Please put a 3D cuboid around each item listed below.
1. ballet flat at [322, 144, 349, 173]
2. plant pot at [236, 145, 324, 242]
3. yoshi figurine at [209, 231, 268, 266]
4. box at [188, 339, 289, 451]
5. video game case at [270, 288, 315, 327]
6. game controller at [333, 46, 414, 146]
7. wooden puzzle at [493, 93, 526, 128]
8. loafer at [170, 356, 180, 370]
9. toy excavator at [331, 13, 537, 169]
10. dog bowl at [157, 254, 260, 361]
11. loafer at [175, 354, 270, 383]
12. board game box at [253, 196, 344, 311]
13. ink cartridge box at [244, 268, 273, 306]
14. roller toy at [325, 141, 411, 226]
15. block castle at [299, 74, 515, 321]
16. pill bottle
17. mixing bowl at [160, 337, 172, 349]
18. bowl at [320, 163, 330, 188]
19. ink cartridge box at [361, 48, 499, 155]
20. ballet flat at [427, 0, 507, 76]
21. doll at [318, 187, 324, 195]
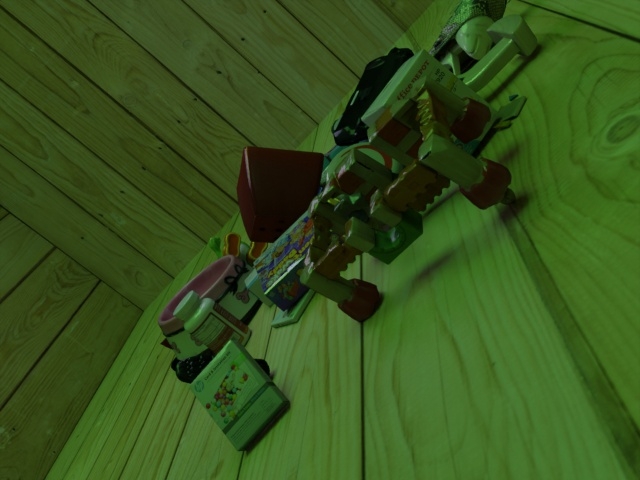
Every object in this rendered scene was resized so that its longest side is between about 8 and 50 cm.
[{"bbox_3d":[0.042,-0.333,2.571,0.221,0.077,0.079,-39,-1,19],"label":"ballet flat"},{"bbox_3d":[-0.137,-0.132,2.106,0.267,0.268,0.235,113,157,-58],"label":"plant pot"},{"bbox_3d":[-0.317,0.047,2.429,0.203,0.203,0.362,-34,-5,-25],"label":"yoshi figurine"},{"bbox_3d":[-0.176,0.328,1.343,0.145,0.186,0.038,-48,-28,5],"label":"box"},{"bbox_3d":[-0.063,0.163,1.709,0.143,0.019,0.157,-26,28,58],"label":"video game case"},{"bbox_3d":[0.138,-0.377,1.644,0.166,0.067,0.319,-18,40,52],"label":"game controller"},{"bbox_3d":[0.425,-0.289,1.417,0.116,0.014,0.079,-55,20,-20],"label":"wooden puzzle"},{"bbox_3d":[-0.476,0.396,2.272,0.170,0.062,0.061,-46,10,9],"label":"loafer"},{"bbox_3d":[0.308,-0.373,1.669,0.432,0.222,0.445,-56,29,-16],"label":"toy excavator"},{"bbox_3d":[-0.375,0.212,2.130,0.408,0.150,0.408,-36,15,12],"label":"dog bowl"},{"bbox_3d":[-0.229,0.315,1.469,0.078,0.223,0.076,119,147,-41],"label":"loafer"},{"bbox_3d":[-0.023,0.009,1.742,0.347,0.078,0.233,-44,24,4],"label":"board game box"},{"bbox_3d":[-0.172,0.131,1.967,0.090,0.092,0.143,-49,15,0],"label":"ink cartridge box"},{"bbox_3d":[0.112,-0.140,1.546,0.210,0.146,0.191,-10,52,11],"label":"roller toy"},{"bbox_3d":[0.165,-0.073,1.271,0.453,0.213,0.303,-48,25,35],"label":"block castle"},{"bbox_3d":[-0.325,0.249,1.872,0.121,0.216,0.121,-45,15,15],"label":"pill bottle"},{"bbox_3d":[-0.502,0.351,2.353,0.181,0.098,0.181,-46,4,5],"label":"mixing bowl"},{"bbox_3d":[0.071,-0.228,2.178,0.170,0.080,0.170,-46,14,15],"label":"bowl"},{"bbox_3d":[0.249,-0.287,1.459,0.171,0.233,0.168,-54,10,-8],"label":"ink cartridge box"},{"bbox_3d":[0.407,-0.553,1.921,0.483,0.164,0.182,-47,35,34],"label":"ballet flat"},{"bbox_3d":[-0.043,-0.142,2.367,0.189,0.046,0.129,-57,24,-2],"label":"doll"}]
